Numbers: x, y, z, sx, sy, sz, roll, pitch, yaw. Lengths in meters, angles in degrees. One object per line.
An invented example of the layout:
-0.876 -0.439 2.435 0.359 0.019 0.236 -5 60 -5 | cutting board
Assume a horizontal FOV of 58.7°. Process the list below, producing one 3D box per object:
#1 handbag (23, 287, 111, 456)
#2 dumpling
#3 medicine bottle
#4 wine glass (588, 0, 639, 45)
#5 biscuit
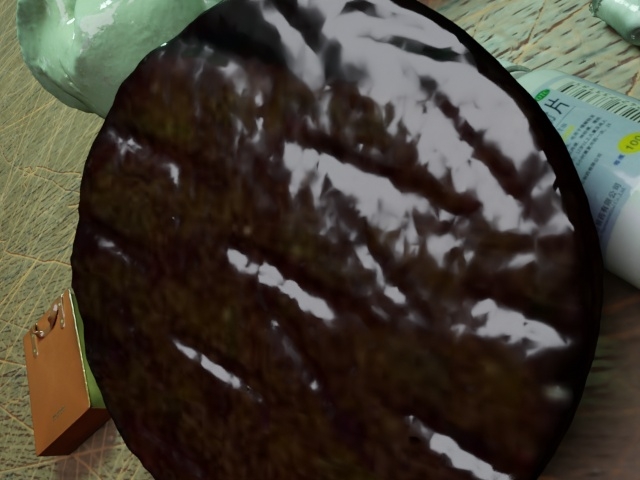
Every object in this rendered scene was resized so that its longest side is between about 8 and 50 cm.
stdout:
-0.344 0.175 0.774 0.127 0.062 0.190 -41 54 21 | handbag
-0.280 -0.306 0.826 0.320 0.212 0.270 -43 86 3 | dumpling
0.173 -0.055 0.390 0.103 0.102 0.186 -55 48 9 | medicine bottle
0.238 -0.163 0.425 0.038 0.042 0.083 -20 48 -11 | wine glass
-0.019 0.028 0.416 0.407 0.091 0.408 1 93 30 | biscuit
